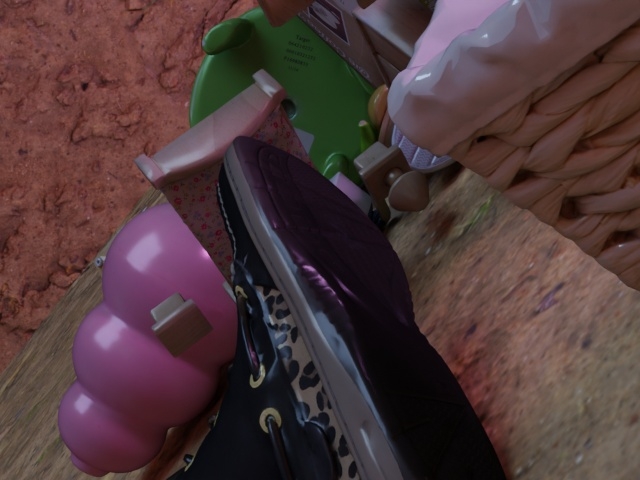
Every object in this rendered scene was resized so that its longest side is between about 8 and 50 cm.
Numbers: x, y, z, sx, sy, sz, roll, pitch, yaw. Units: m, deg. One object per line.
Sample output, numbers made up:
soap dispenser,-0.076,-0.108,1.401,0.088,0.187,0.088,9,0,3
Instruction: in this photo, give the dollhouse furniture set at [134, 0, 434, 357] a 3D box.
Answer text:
dollhouse furniture set,-0.023,-0.056,0.949,0.355,0.303,0.174,-38,46,-6

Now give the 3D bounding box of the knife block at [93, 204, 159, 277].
knife block,-0.223,0.062,1.796,0.088,0.242,0.276,-47,61,22

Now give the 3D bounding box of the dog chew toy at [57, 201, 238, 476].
dog chew toy,-0.192,0.123,1.332,0.332,0.206,0.206,-61,15,2

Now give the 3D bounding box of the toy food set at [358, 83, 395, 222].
toy food set,0.086,-0.125,1.216,0.038,0.132,0.192,20,64,28

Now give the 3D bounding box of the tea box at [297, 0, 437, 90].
tea box,0.071,-0.398,1.220,0.323,0.329,0.220,-43,-15,-11

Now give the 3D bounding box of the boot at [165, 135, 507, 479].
boot,-0.049,0.128,0.821,0.284,0.138,0.377,-50,47,24

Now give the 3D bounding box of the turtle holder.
turtle holder,-0.033,-0.187,1.397,0.243,0.320,0.227,-8,2,9

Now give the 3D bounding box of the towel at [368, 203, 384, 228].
towel,0.033,0.013,1.212,0.067,0.029,0.119,-40,21,34

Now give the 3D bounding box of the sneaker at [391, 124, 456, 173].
sneaker,0.162,-0.172,1.182,0.258,0.094,0.091,-54,-9,-8

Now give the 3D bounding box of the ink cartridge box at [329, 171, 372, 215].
ink cartridge box,0.000,0.000,1.182,0.088,0.052,0.122,-40,19,36

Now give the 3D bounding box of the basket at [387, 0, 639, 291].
basket,0.257,-0.150,0.474,0.328,0.266,0.331,-35,23,47
